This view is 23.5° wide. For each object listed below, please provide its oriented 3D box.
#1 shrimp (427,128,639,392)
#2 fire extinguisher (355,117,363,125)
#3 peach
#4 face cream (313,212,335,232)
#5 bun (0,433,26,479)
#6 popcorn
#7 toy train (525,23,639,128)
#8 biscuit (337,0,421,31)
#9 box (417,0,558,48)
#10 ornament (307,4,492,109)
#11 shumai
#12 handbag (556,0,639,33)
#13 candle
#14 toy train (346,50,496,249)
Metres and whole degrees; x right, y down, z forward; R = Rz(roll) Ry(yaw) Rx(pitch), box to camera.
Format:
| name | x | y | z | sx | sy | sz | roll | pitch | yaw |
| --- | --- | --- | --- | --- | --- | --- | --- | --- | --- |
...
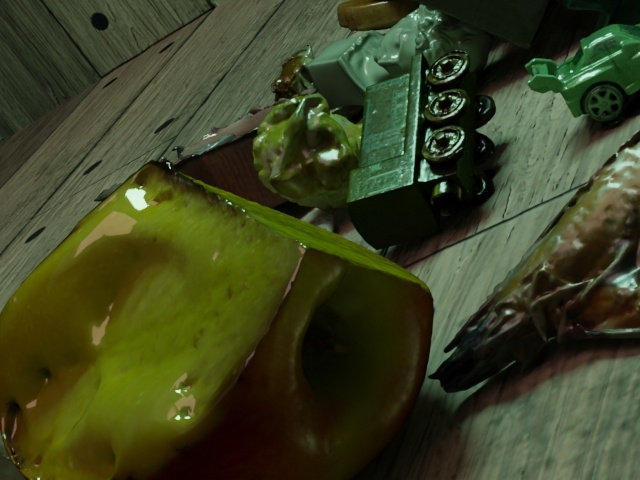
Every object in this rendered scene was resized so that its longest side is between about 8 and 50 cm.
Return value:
| name | x | y | z | sx | sy | sz | roll | pitch | yaw |
| --- | --- | --- | --- | --- | --- | --- | --- | --- | --- |
| shrimp | 0.213 | 0.027 | 1.133 | 0.317 | 0.062 | 0.164 | -43 | 35 | 16 |
| fire extinguisher | 0.041 | -0.102 | 1.859 | 0.062 | 0.050 | 0.177 | 24 | 58 | 34 |
| peach | -0.095 | 0.103 | 1.257 | 0.380 | 0.242 | 0.306 | 21 | 82 | 48 |
| face cream | 0.000 | 0.000 | 1.711 | 0.038 | 0.020 | 0.115 | -23 | 20 | 14 |
| bun | -0.234 | 0.148 | 1.511 | 0.293 | 0.187 | 0.293 | -32 | 20 | 13 |
| popcorn | -0.008 | -0.099 | 1.763 | 0.126 | 0.145 | 0.126 | -55 | -21 | 7 |
| toy train | 0.282 | -0.170 | 1.493 | 0.149 | 0.081 | 0.099 | -32 | 17 | 18 |
| biscuit | 0.127 | -0.329 | 2.134 | 0.202 | 0.047 | 0.334 | -9 | 12 | 18 |
| box | 0.230 | -0.356 | 1.825 | 0.231 | 0.155 | 0.149 | -51 | -17 | -56 |
| ornament | 0.105 | -0.225 | 1.929 | 0.130 | 0.120 | 0.285 | -44 | 17 | -25 |
| shumai | -0.006 | -0.208 | 2.108 | 0.145 | 0.116 | 0.145 | -34 | 15 | 11 |
| handbag | 0.405 | -0.346 | 1.702 | 0.238 | 0.089 | 0.326 | -24 | 19 | 38 |
| candle | -0.115 | -0.083 | 1.997 | 0.317 | 0.131 | 0.287 | -23 | 13 | 14 |
| toy train | 0.103 | -0.101 | 1.579 | 0.137 | 0.090 | 0.225 | -17 | 40 | 22 |
